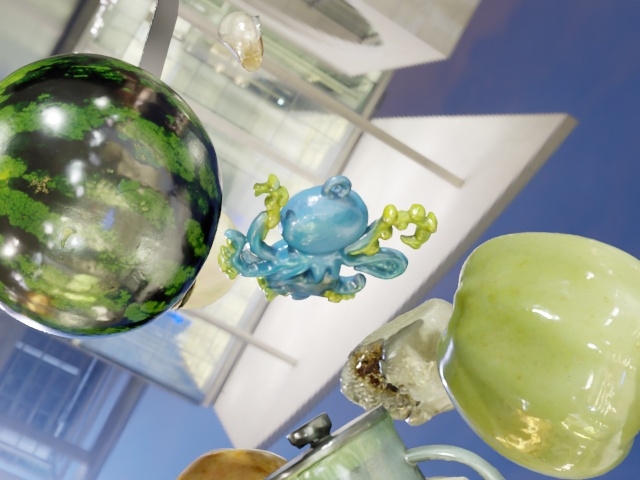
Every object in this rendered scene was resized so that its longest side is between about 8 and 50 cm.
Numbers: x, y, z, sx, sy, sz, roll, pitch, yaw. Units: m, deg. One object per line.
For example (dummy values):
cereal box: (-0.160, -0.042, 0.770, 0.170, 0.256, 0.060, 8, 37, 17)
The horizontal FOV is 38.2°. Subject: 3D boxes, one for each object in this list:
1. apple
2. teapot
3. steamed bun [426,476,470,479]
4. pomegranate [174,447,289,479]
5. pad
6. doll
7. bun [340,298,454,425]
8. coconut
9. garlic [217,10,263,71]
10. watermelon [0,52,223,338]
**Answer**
apple: (0.345, 0.162, 1.362, 0.357, 0.357, 0.357, -52, -161, 26)
teapot: (0.094, 0.339, 1.059, 0.270, 0.337, 0.200, -36, 172, 16)
steamed bun: (0.197, 0.628, 1.744, 0.394, 0.237, 0.347, 83, 1, -66)
pomegranate: (-0.109, 0.490, 1.444, 0.342, 0.342, 0.342, -52, -161, 26)
pad: (-0.204, -0.220, 1.127, 0.202, 0.005, 0.300, 114, -13, -64)
doll: (0.000, 0.000, 1.521, 0.341, 0.346, 0.099, 117, -32, -53)
bun: (0.190, 0.247, 1.785, 0.281, 0.205, 0.281, -33, -176, 2)
coconut: (-0.310, 0.037, 2.143, 0.259, 0.259, 0.259, -52, -161, 26)
garlic: (-0.127, -0.319, 1.448, 0.152, 0.066, 0.084, -111, -168, -56)
watermelon: (-0.215, -0.043, 0.861, 0.269, 0.269, 0.269, -52, -161, 26)
